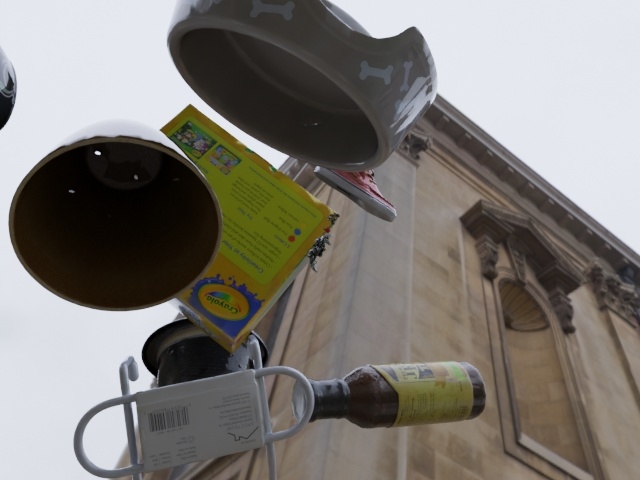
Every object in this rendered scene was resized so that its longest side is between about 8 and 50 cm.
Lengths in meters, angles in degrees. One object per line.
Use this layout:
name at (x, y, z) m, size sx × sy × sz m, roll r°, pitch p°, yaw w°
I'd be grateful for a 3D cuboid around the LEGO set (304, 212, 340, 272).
LEGO set at (0.000, 0.000, 0.660) m, size 0.023 × 0.083 × 0.054 m, roll 22°, pitch -33°, yaw -12°

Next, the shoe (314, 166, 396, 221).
shoe at (0.081, -0.111, 0.941) m, size 0.178 × 0.081 × 0.063 m, roll 35°, pitch -7°, yaw 15°

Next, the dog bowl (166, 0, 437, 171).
dog bowl at (-0.034, -0.208, 0.647) m, size 0.349 × 0.102 × 0.349 m, roll 24°, pitch -12°, yaw 6°

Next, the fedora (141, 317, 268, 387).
fedora at (-0.299, 0.338, 1.286) m, size 0.334 × 0.152 × 0.334 m, roll -2°, pitch -49°, yaw -2°

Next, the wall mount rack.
wall mount rack at (-0.183, 0.319, 0.801) m, size 0.350 × 0.130 × 0.304 m, roll -8°, pitch -92°, yaw -13°

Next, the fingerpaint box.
fingerpaint box at (-0.250, -0.032, 1.154) m, size 0.445 × 0.371 × 0.163 m, roll 36°, pitch -25°, yaw 6°

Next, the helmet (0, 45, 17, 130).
helmet at (-0.443, -0.193, 0.556) m, size 0.169 × 0.169 × 0.161 m, roll 2°, pitch -10°, yaw 10°

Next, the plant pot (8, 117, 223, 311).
plant pot at (-0.273, -0.074, 0.705) m, size 0.237 × 0.254 × 0.237 m, roll -10°, pitch -56°, yaw -15°

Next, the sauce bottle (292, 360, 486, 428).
sauce bottle at (0.123, 0.272, 0.891) m, size 0.344 × 0.111 × 0.111 m, roll 3°, pitch -49°, yaw -23°
